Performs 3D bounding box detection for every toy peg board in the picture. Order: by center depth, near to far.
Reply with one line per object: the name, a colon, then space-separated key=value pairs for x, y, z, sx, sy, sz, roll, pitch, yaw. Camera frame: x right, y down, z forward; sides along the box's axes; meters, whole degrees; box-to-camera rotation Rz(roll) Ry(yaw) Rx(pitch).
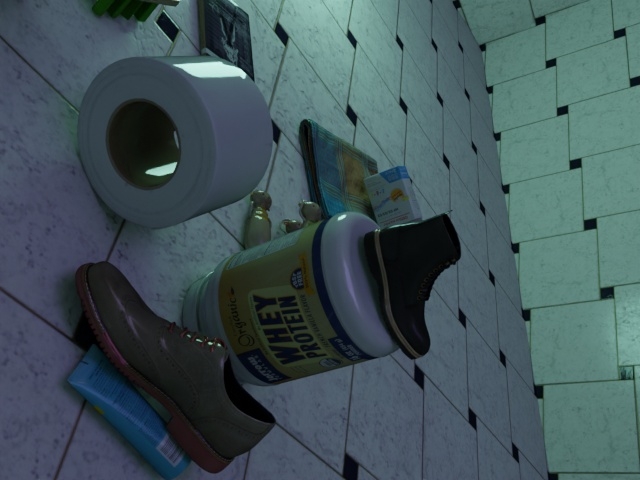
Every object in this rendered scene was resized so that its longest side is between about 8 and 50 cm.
toy peg board: x=-0.355 y=-0.457 z=1.214 sx=0.161 sy=0.079 sz=0.161 roll=55 pitch=27 yaw=6

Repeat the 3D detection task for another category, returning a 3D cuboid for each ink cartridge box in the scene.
ink cartridge box: x=0.193 y=-0.091 z=1.819 sx=0.061 sy=0.104 sz=0.182 roll=-10 pitch=81 yaw=-63

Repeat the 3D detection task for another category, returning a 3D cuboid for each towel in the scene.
towel: x=0.075 y=-0.139 z=1.785 sx=0.370 sy=0.040 sz=0.272 roll=17 pitch=58 yaw=-57

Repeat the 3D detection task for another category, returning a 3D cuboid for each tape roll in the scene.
tape roll: x=-0.216 y=-0.154 z=1.061 sx=0.169 sy=0.246 sz=0.246 roll=-29 pitch=98 yaw=-62

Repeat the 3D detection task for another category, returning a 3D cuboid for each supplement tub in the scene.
supplement tub: x=-0.040 y=0.105 z=1.125 sx=0.228 sy=0.316 sz=0.229 roll=39 pitch=40 yaw=-43

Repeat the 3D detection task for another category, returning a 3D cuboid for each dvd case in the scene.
dvd case: x=-0.202 y=-0.441 z=1.513 sx=0.164 sy=0.018 sz=0.222 roll=28 pitch=48 yaw=-53

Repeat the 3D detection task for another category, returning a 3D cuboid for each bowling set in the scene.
bowling set: x=0.000 y=0.000 z=1.405 sx=0.287 sy=0.199 sz=0.154 roll=47 pitch=34 yaw=-43

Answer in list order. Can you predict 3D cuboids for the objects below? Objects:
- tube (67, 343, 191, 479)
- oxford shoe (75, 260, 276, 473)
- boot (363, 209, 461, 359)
tube: x=-0.255 y=0.236 z=0.950 sx=0.207 sy=0.052 sz=0.080 roll=55 pitch=16 yaw=-19
oxford shoe: x=-0.195 y=0.153 z=0.976 sx=0.348 sy=0.130 sz=0.123 roll=54 pitch=10 yaw=-13
boot: x=0.154 y=0.064 z=1.009 sx=0.077 sy=0.136 sz=0.198 roll=-26 pitch=96 yaw=-62
